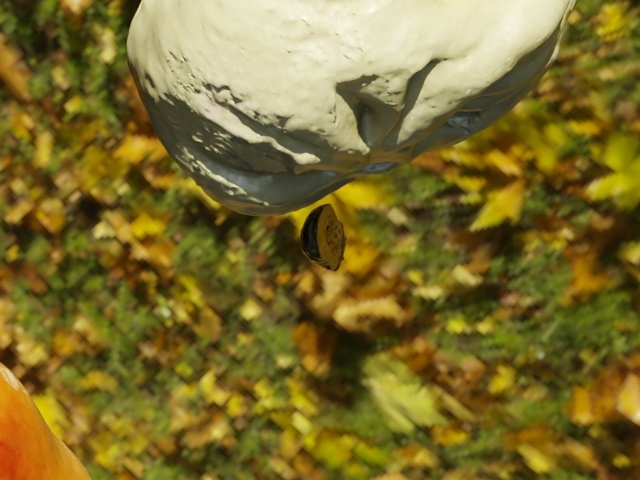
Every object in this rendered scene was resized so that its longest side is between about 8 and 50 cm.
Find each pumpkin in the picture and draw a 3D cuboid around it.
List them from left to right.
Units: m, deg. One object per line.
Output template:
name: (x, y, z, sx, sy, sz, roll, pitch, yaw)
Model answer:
pumpkin: (-0.001, -0.001, 1.447, 0.028, 0.050, 0.083, 2, 156, 22)

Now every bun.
bun: (0.045, -0.156, 1.112, 0.211, 0.359, 0.359, 53, 143, 0)

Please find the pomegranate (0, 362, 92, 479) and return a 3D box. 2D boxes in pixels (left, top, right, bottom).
pomegranate: (-0.193, 0.135, 0.674, 0.209, 0.209, 0.209, 25, 139, 24)
